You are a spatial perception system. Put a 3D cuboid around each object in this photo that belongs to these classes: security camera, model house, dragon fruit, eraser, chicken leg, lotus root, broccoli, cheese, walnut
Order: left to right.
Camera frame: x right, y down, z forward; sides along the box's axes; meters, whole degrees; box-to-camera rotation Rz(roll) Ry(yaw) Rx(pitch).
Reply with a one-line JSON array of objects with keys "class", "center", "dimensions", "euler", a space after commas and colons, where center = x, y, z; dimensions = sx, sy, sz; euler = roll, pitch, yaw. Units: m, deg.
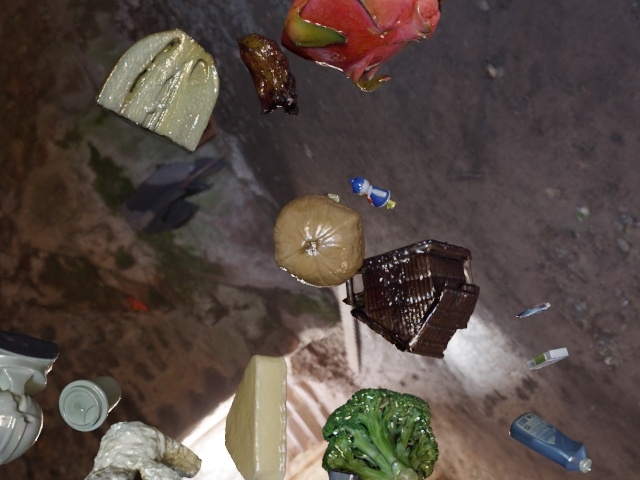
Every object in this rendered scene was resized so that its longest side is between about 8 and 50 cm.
[{"class": "security camera", "center": [-0.715, 0.368, 1.710], "dimensions": [0.197, 0.191, 0.277], "euler": [24, -143, -40]}, {"class": "lotus root", "center": [-0.398, -0.397, 1.887], "dimensions": [0.267, 0.260, 0.149], "euler": [25, 176, -26]}, {"class": "cheese", "center": [-0.186, 0.576, 2.248], "dimensions": [0.384, 0.104, 0.384], "euler": [-171, 90, -68]}, {"class": "chicken leg", "center": [-0.104, -0.333, 1.485], "dimensions": [0.063, 0.105, 0.234], "euler": [2, -119, -54]}, {"class": "walnut", "center": [0.000, 0.000, 1.696], "dimensions": [0.228, 0.228, 0.228], "euler": [49, 167, 15]}, {"class": "dragon fruit", "center": [0.089, -0.405, 1.294], "dimensions": [0.226, 0.305, 0.305], "euler": [30, 167, -2]}, {"class": "broccoli", "center": [0.151, 0.497, 1.780], "dimensions": [0.308, 0.308, 0.275], "euler": [60, 170, -28]}, {"class": "model house", "center": [0.254, 0.176, 1.956], "dimensions": [0.317, 0.297, 0.282], "euler": [15, -124, -53]}, {"class": "eraser", "center": [0.410, 0.213, 1.360], "dimensions": [0.083, 0.038, 0.019], "euler": [123, 139, -63]}]

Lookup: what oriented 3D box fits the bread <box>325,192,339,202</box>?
[{"class": "bread", "center": [0.021, -0.031, 2.266], "dimensions": [0.049, 0.226, 0.088], "euler": [10, 180, -5]}]

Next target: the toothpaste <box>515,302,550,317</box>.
[{"class": "toothpaste", "center": [0.466, 0.154, 1.646], "dimensions": [0.027, 0.083, 0.019], "euler": [153, 98, -79]}]

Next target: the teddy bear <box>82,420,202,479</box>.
[{"class": "teddy bear", "center": [-0.489, 0.669, 1.922], "dimensions": [0.375, 0.327, 0.362], "euler": [63, -161, -45]}]

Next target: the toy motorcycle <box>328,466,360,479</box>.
[{"class": "toy motorcycle", "center": [0.143, 0.550, 1.515], "dimensions": [0.326, 0.148, 0.221], "euler": [4, 161, 18]}]

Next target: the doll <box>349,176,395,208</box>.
[{"class": "doll", "center": [0.136, -0.128, 2.005], "dimensions": [0.143, 0.057, 0.099], "euler": [29, 170, -23]}]

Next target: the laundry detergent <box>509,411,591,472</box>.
[{"class": "laundry detergent", "center": [0.556, 0.486, 1.787], "dimensions": [0.206, 0.097, 0.061], "euler": [28, 114, 44]}]

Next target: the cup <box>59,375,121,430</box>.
[{"class": "cup", "center": [-0.530, 0.373, 1.764], "dimensions": [0.120, 0.120, 0.141], "euler": [52, -166, 4]}]
